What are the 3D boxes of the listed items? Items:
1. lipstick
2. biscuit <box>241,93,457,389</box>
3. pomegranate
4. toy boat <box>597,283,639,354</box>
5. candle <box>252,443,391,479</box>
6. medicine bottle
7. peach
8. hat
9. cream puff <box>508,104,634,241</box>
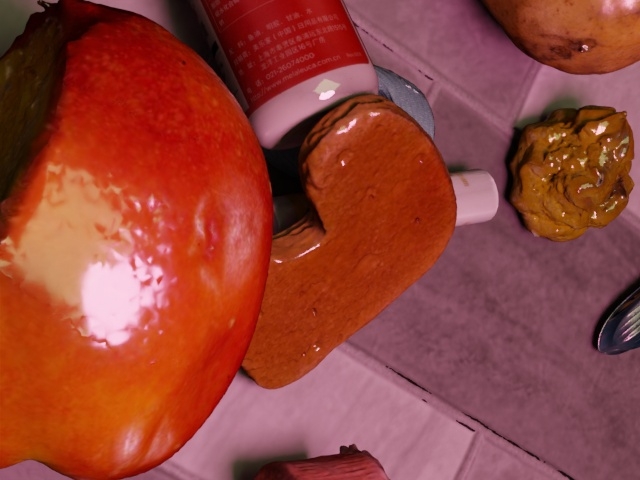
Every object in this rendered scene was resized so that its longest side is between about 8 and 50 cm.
[{"bbox_3d":[0.058,-0.030,1.787,0.264,0.059,0.059,-9,96,-31],"label":"lipstick"},{"bbox_3d":[-0.001,-0.001,1.663,0.277,0.052,0.262,-42,144,0],"label":"biscuit"},{"bbox_3d":[0.283,-0.308,1.803,0.281,0.281,0.281,-1,91,-31],"label":"pomegranate"},{"bbox_3d":[0.358,0.080,1.971,0.141,0.060,0.055,-37,110,-18],"label":"toy boat"},{"bbox_3d":[0.006,0.368,1.672,0.131,0.287,0.317,-5,51,-28],"label":"candle"},{"bbox_3d":[-0.049,-0.216,1.642,0.131,0.131,0.250,-19,78,-29],"label":"medicine bottle"},{"bbox_3d":[-0.206,0.021,1.469,0.310,0.335,0.405,31,70,-34],"label":"peach"},{"bbox_3d":[0.013,-0.114,1.744,0.191,0.078,0.138,21,78,-11],"label":"hat"},{"bbox_3d":[0.276,-0.071,1.886,0.146,0.116,0.146,1,88,-33],"label":"cream puff"}]
